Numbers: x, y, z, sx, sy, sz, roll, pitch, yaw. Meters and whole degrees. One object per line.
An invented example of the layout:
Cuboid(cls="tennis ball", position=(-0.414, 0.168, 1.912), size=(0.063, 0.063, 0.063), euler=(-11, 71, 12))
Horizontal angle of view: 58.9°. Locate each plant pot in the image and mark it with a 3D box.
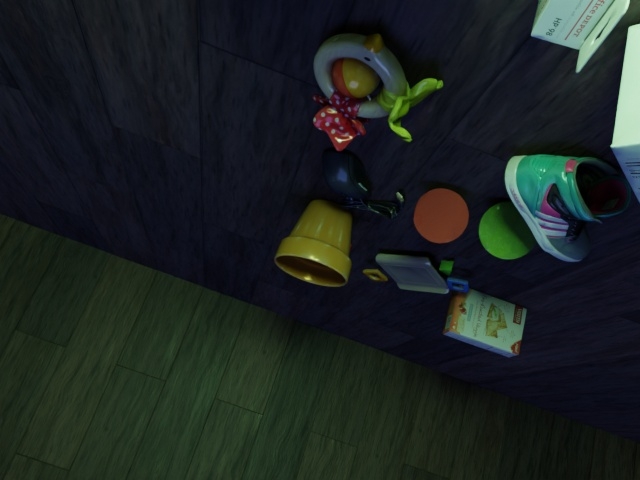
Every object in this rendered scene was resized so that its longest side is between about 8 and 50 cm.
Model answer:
Cuboid(cls="plant pot", position=(0.000, 0.000, 1.535), size=(0.205, 0.188, 0.205), euler=(16, 160, 6))

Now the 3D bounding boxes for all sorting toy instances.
Cuboid(cls="sorting toy", position=(0.284, 0.091, 1.730), size=(0.347, 0.047, 0.196), euler=(3, 150, 35))
Cuboid(cls="sorting toy", position=(0.395, -0.033, 1.287), size=(0.365, 0.127, 0.126), euler=(13, -172, 9))

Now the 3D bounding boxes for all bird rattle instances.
Cuboid(cls="bird rattle", position=(0.073, -0.265, 0.969), size=(0.253, 0.143, 0.207), euler=(17, 152, 45))

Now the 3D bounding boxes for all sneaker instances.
Cuboid(cls="sneaker", position=(0.491, -0.057, 1.060), size=(0.295, 0.124, 0.178), euler=(41, 159, -31))

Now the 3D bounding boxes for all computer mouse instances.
Cuboid(cls="computer mouse", position=(0.102, -0.115, 1.340), size=(0.184, 0.060, 0.262), euler=(12, 159, 20))

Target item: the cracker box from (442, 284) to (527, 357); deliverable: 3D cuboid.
Cuboid(cls="cracker box", position=(0.517, 0.254, 1.779), size=(0.232, 0.156, 0.067), euler=(19, 159, -3))

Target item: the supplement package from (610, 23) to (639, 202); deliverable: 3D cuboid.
Cuboid(cls="supplement package", position=(0.488, -0.152, 0.724), size=(0.149, 0.194, 0.203), euler=(-1, 152, 44))

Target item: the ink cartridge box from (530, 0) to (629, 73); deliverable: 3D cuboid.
Cuboid(cls="ink cartridge box", position=(0.278, -0.282, 0.596), size=(0.060, 0.180, 0.104), euler=(18, 159, 3))
